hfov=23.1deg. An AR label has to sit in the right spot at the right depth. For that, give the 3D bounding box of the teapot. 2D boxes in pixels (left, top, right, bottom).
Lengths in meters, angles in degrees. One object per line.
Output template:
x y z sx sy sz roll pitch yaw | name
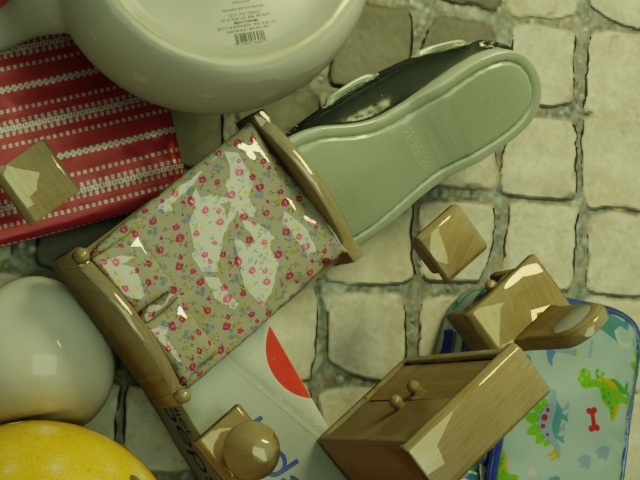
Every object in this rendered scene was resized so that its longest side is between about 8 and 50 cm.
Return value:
-0.088 -0.200 1.181 0.256 0.187 0.252 33 70 -6 | teapot

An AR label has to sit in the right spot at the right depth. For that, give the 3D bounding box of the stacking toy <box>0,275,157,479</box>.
-0.202 0.249 1.099 0.350 0.350 0.480 2 69 -21 | stacking toy

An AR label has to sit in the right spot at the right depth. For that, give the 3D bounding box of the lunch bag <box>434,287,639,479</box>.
0.174 0.153 1.332 0.176 0.090 0.219 15 79 -16 | lunch bag

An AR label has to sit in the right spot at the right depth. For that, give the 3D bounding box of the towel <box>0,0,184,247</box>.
-0.229 -0.142 1.236 0.198 0.031 0.275 -16 91 -21 | towel

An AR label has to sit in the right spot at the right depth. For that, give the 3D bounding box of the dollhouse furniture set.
0.000 0.000 1.137 0.303 0.174 0.355 -40 100 -22 | dollhouse furniture set

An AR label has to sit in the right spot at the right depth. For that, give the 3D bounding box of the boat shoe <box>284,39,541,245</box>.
0.038 -0.075 1.301 0.302 0.091 0.114 -24 115 -14 | boat shoe

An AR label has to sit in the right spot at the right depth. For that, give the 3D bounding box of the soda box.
-0.076 0.118 1.236 0.098 0.091 0.286 -32 96 -21 | soda box
